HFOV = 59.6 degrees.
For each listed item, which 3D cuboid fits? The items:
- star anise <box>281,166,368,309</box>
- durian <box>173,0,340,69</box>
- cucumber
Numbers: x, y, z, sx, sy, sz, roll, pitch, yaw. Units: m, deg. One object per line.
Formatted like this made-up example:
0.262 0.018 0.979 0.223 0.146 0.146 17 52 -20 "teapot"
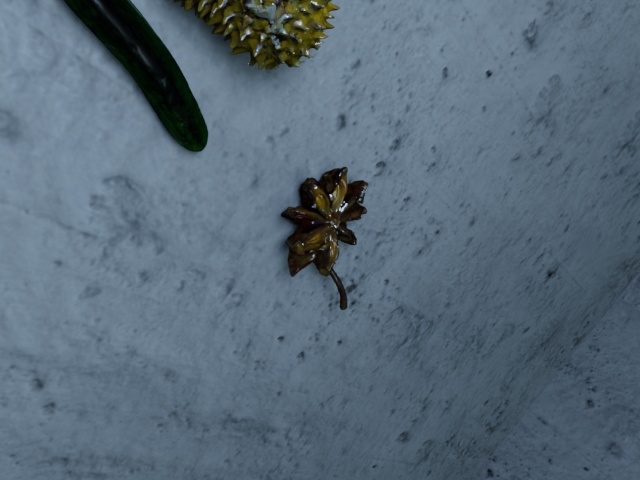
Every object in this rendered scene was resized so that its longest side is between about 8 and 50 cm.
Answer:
0.001 0.003 0.834 0.177 0.073 0.234 -2 104 -47 "star anise"
-0.067 -0.276 0.542 0.183 0.138 0.249 -24 140 32 "durian"
-0.189 -0.194 0.569 0.056 0.056 0.284 -41 139 -8 "cucumber"
